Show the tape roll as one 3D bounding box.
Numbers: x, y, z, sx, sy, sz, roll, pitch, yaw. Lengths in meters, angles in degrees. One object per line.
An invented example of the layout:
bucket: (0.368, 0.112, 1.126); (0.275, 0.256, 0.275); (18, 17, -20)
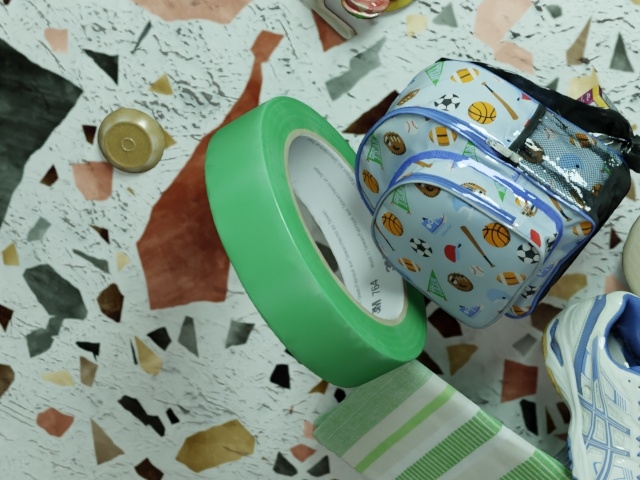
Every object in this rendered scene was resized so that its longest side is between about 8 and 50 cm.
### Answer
tape roll: (0.000, 0.000, 1.605); (0.077, 0.321, 0.321); (-28, 106, 22)

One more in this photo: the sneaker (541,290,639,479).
sneaker: (0.347, 0.200, 1.664); (0.131, 0.112, 0.296); (-36, 66, 46)

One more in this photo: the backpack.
backpack: (0.166, -0.054, 1.601); (0.263, 0.213, 0.276); (41, 140, 9)

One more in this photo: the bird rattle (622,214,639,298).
bird rattle: (0.445, 0.035, 1.676); (0.207, 0.143, 0.253); (22, 129, 13)

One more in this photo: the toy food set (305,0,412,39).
toy food set: (0.062, -0.304, 1.597); (0.218, 0.071, 0.128); (-36, 103, 23)

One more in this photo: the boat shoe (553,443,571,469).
boat shoe: (0.379, 0.250, 1.777); (0.226, 0.083, 0.076); (-35, 102, 21)

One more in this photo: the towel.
towel: (0.168, 0.275, 1.807); (0.325, 0.038, 0.248); (36, 140, -5)

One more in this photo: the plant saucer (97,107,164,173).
plant saucer: (-0.228, -0.116, 1.766); (0.083, 0.015, 0.083); (4, 114, 9)

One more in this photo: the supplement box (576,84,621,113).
supplement box: (0.292, -0.125, 1.649); (0.083, 0.043, 0.055); (-35, 105, 22)
